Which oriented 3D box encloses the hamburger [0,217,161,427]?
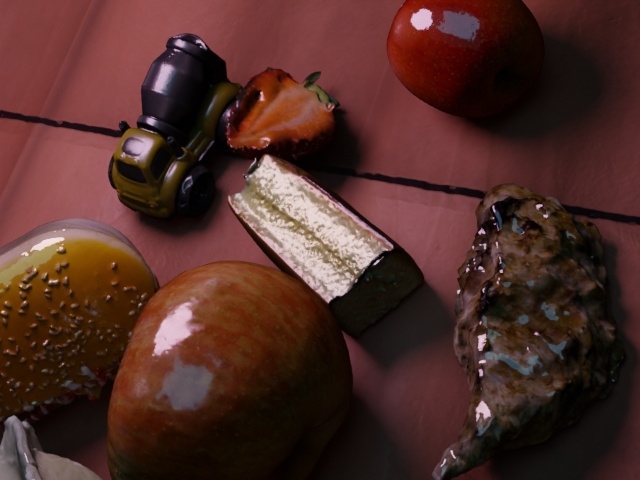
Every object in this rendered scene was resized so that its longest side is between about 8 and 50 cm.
[{"bbox_3d":[-0.340,0.101,1.764,0.295,0.227,0.151,-29,35,6],"label":"hamburger"}]

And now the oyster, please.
[{"bbox_3d":[0.245,0.104,1.634,0.204,0.111,0.396,1,60,15],"label":"oyster"}]

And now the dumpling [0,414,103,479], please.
[{"bbox_3d":[-0.303,0.364,1.630,0.320,0.212,0.270,42,118,18],"label":"dumpling"}]

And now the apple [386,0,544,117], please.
[{"bbox_3d":[0.181,-0.245,1.797,0.181,0.181,0.168,-38,59,-3],"label":"apple"}]

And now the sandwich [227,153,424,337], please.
[{"bbox_3d":[0.000,0.000,1.758,0.122,0.128,0.235,-44,58,-3],"label":"sandwich"}]

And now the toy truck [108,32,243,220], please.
[{"bbox_3d":[-0.198,-0.150,1.879,0.147,0.165,0.224,21,72,26],"label":"toy truck"}]

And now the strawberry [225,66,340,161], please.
[{"bbox_3d":[-0.051,-0.150,1.855,0.140,0.085,0.192,15,45,-5],"label":"strawberry"}]

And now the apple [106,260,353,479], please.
[{"bbox_3d":[-0.096,0.178,1.612,0.250,0.277,0.309,14,83,7],"label":"apple"}]
